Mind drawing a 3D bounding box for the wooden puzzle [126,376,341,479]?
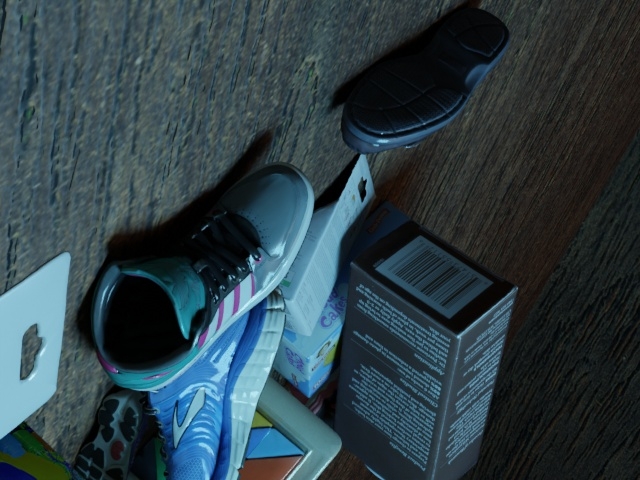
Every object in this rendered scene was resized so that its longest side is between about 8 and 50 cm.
[{"bbox_3d":[-0.127,0.268,1.560,0.239,0.221,0.044,-49,174,-9],"label":"wooden puzzle"}]

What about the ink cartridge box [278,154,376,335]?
[{"bbox_3d":[0.000,0.000,1.665,0.181,0.056,0.225,70,42,-70],"label":"ink cartridge box"}]

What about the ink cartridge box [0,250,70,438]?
[{"bbox_3d":[-0.347,0.117,0.871,0.353,0.119,0.207,-36,157,-37],"label":"ink cartridge box"}]

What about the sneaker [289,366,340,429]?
[{"bbox_3d":[0.067,0.156,1.983,0.314,0.136,0.116,-45,137,2],"label":"sneaker"}]

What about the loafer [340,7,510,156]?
[{"bbox_3d":[0.125,-0.173,1.511,0.302,0.109,0.095,-41,165,-38],"label":"loafer"}]

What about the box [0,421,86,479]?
[{"bbox_3d":[-0.314,0.351,1.159,0.290,0.279,0.177,-21,146,-60],"label":"box"}]

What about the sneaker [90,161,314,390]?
[{"bbox_3d":[-0.126,0.032,1.271,0.295,0.124,0.178,-50,172,1],"label":"sneaker"}]

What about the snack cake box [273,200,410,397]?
[{"bbox_3d":[0.039,0.085,1.834,0.264,0.089,0.152,-45,162,-21],"label":"snack cake box"}]

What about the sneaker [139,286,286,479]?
[{"bbox_3d":[-0.151,0.191,1.435,0.130,0.147,0.330,-153,-102,-79],"label":"sneaker"}]

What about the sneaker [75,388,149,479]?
[{"bbox_3d":[-0.234,0.240,1.500,0.071,0.068,0.170,-34,156,-58],"label":"sneaker"}]

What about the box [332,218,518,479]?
[{"bbox_3d":[0.138,0.180,1.768,0.143,0.191,0.381,-34,146,-35],"label":"box"}]
